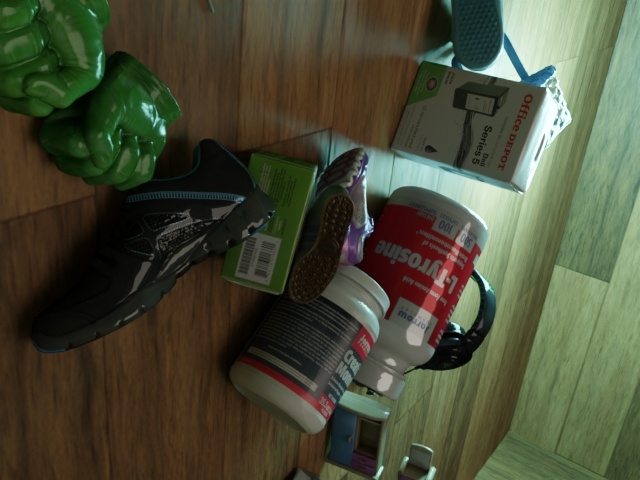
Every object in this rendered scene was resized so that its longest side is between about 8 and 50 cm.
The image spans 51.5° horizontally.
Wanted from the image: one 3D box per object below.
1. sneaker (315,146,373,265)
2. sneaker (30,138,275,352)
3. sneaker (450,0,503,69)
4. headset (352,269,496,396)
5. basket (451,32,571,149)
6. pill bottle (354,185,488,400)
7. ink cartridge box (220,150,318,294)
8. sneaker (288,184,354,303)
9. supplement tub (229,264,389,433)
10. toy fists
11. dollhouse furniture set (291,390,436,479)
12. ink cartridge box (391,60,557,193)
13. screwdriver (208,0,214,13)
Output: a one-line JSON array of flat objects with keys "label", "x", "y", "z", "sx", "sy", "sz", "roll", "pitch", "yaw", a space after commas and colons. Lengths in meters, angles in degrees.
[{"label": "sneaker", "x": 0.049, "y": -0.053, "z": 1.160, "sx": 0.104, "sy": 0.095, "sz": 0.237, "roll": 33, "pitch": 55, "yaw": -29}, {"label": "sneaker", "x": -0.224, "y": 0.006, "z": 0.833, "sx": 0.340, "sy": 0.125, "sz": 0.140, "roll": -39, "pitch": 102, "yaw": -24}, {"label": "sneaker", "x": 0.323, "y": -0.503, "z": 1.377, "sx": 0.208, "sy": 0.127, "sz": 0.319, "roll": -18, "pitch": 112, "yaw": -76}, {"label": "headset", "x": 0.248, "y": 0.221, "z": 1.620, "sx": 0.185, "sy": 0.243, "sz": 0.394, "roll": 30, "pitch": 101, "yaw": -35}, {"label": "basket", "x": 0.436, "y": -0.340, "z": 1.555, "sx": 0.254, "sy": 0.201, "sz": 0.289, "roll": -37, "pitch": 101, "yaw": -40}, {"label": "pill bottle", "x": 0.169, "y": 0.111, "z": 1.388, "sx": 0.408, "sy": 0.229, "sz": 0.229, "roll": -63, "pitch": 149, "yaw": -10}, {"label": "ink cartridge box", "x": -0.073, "y": -0.041, "z": 1.055, "sx": 0.255, "sy": 0.096, "sz": 0.189, "roll": -87, "pitch": -168, "yaw": -80}, {"label": "sneaker", "x": 0.000, "y": 0.000, "z": 1.035, "sx": 0.086, "sy": 0.064, "sz": 0.192, "roll": -101, "pitch": -149, "yaw": -64}, {"label": "supplement tub", "x": -0.015, "y": 0.182, "z": 1.176, "sx": 0.272, "sy": 0.191, "sz": 0.191, "roll": -55, "pitch": 148, "yaw": -20}, {"label": "toy fists", "x": -0.249, "y": -0.159, "z": 0.681, "sx": 0.142, "sy": 0.096, "sz": 0.279, "roll": -56, "pitch": 149, "yaw": -18}, {"label": "dollhouse furniture set", "x": 0.079, "y": 0.524, "z": 1.451, "sx": 0.303, "sy": 0.286, "sz": 0.198, "roll": -43, "pitch": 143, "yaw": -55}, {"label": "ink cartridge box", "x": 0.312, "y": -0.233, "z": 1.354, "sx": 0.114, "sy": 0.272, "sz": 0.199, "roll": 15, "pitch": 95, "yaw": -60}, {"label": "screwdriver", "x": -0.151, "y": -0.345, "z": 0.793, "sx": 0.170, "sy": 0.024, "sz": 0.025, "roll": 80, "pitch": 13, "yaw": -45}]
